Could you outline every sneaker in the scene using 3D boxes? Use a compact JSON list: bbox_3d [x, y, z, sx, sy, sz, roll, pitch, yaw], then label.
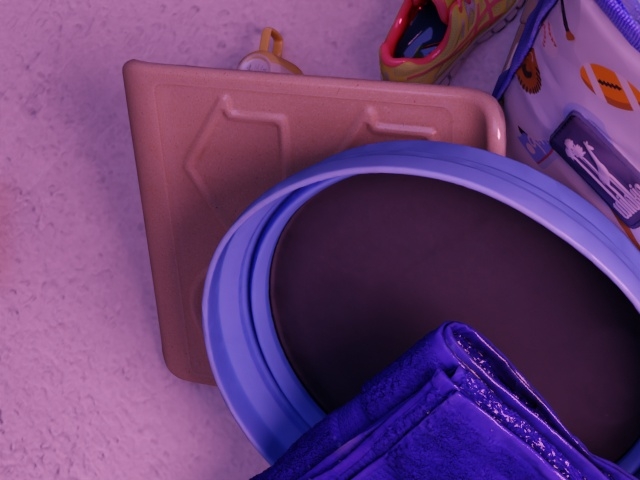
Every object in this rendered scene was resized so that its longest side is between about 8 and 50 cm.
[{"bbox_3d":[0.125,-0.221,1.081,0.081,0.094,0.208,34,90,23],"label":"sneaker"}]

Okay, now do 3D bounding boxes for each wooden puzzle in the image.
[{"bbox_3d":[0.000,0.000,1.024,0.348,0.080,0.322,10,121,23],"label":"wooden puzzle"}]

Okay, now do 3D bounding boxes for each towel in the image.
[{"bbox_3d":[0.083,0.218,0.911,0.227,0.076,0.308,43,132,-3],"label":"towel"}]

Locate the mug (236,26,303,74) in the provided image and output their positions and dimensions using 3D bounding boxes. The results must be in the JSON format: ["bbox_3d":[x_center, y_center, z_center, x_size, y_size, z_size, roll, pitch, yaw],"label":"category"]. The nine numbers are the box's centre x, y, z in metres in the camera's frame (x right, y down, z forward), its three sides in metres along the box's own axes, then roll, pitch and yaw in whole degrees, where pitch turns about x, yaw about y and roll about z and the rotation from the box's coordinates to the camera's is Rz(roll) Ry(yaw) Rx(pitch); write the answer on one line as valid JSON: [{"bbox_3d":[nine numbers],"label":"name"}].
[{"bbox_3d":[-0.056,-0.162,1.146,0.062,0.064,0.078,-29,72,12],"label":"mug"}]

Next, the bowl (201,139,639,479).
[{"bbox_3d":[0.094,0.096,0.921,0.391,0.077,0.391,14,128,19],"label":"bowl"}]

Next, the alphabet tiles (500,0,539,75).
[{"bbox_3d":[0.328,-0.125,1.039,0.342,0.011,0.285,20,87,21],"label":"alphabet tiles"}]

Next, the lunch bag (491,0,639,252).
[{"bbox_3d":[0.322,-0.083,0.808,0.385,0.328,0.239,15,76,0],"label":"lunch bag"}]
